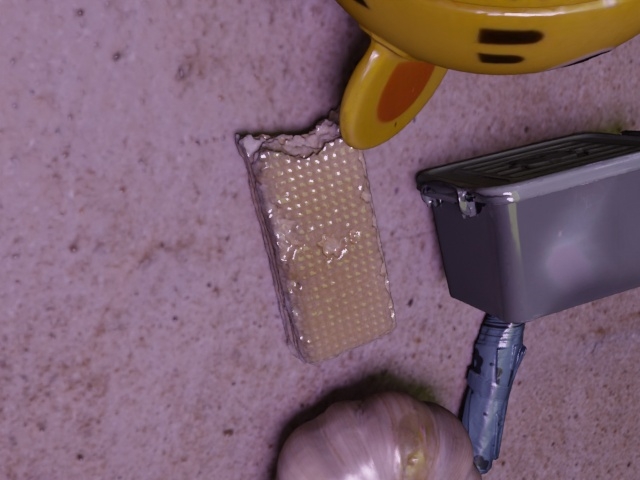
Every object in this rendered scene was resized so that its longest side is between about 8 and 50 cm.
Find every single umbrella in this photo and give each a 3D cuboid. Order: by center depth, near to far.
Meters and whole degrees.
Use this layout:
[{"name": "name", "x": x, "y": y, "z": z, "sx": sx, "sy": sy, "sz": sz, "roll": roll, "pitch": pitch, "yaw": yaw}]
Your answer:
[{"name": "umbrella", "x": 0.198, "y": 0.141, "z": 0.904, "sx": 0.053, "sy": 0.052, "sz": 0.250, "roll": 8, "pitch": 99, "yaw": -29}]

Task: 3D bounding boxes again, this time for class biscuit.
[{"name": "biscuit", "x": 0.000, "y": 0.000, "z": 0.764, "sx": 0.108, "sy": 0.062, "sz": 0.238, "roll": -20, "pitch": 114, "yaw": -17}]

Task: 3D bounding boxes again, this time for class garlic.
[{"name": "garlic", "x": 0.055, "y": 0.251, "z": 0.825, "sx": 0.228, "sy": 0.152, "sz": 0.227, "roll": -9, "pitch": 118, "yaw": -17}]

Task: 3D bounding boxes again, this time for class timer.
[{"name": "timer", "x": 0.144, "y": -0.265, "z": 0.604, "sx": 0.376, "sy": 0.376, "sz": 0.387, "roll": -31, "pitch": 153, "yaw": -11}]

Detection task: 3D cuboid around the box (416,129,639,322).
[{"name": "box", "x": 0.228, "y": -0.019, "z": 0.794, "sx": 0.243, "sy": 0.163, "sz": 0.135, "roll": -15, "pitch": 105, "yaw": -20}]
